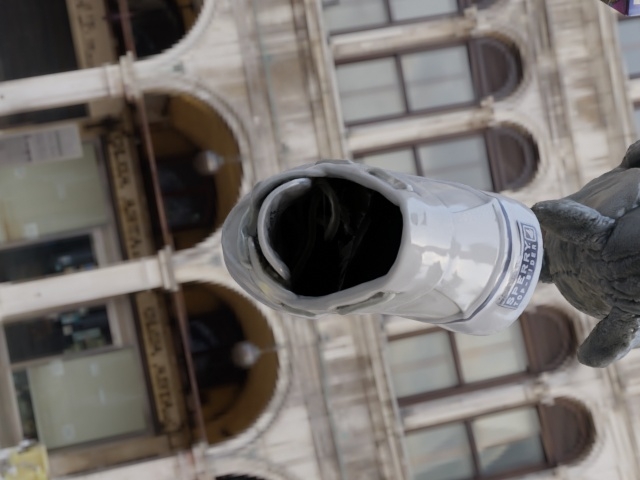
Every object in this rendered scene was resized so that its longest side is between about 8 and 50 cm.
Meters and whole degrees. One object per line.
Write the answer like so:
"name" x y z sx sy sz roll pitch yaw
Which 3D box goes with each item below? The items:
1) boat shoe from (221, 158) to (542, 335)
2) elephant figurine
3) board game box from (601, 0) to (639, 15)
"boat shoe" 0.000 0.000 0.652 0.267 0.088 0.096 15 -90 59
"elephant figurine" 0.230 0.009 0.877 0.186 0.169 0.239 -60 167 19
"board game box" 0.115 -0.145 0.490 0.090 0.020 0.090 -114 -161 -64
